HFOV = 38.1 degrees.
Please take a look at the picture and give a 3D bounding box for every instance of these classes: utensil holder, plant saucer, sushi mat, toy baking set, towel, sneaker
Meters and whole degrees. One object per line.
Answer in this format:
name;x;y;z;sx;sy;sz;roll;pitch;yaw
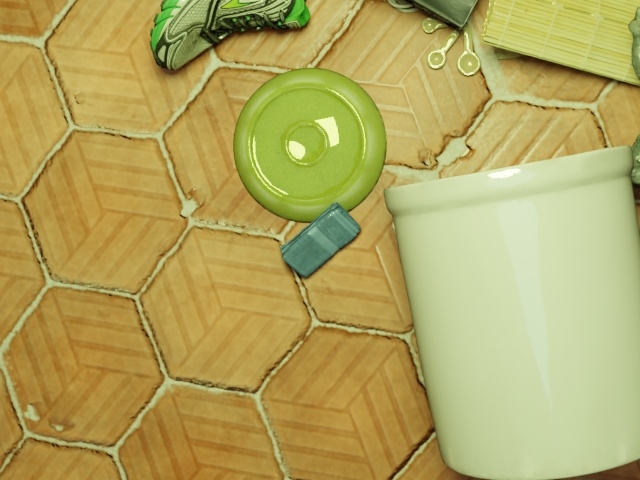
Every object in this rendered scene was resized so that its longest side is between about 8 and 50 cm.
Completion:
utensil holder;0.279;0.089;1.244;0.328;0.327;0.385;-10;91;8
plant saucer;-0.020;-0.146;1.419;0.241;0.037;0.240;0;93;7
sushi mat;0.390;-0.318;1.325;0.317;0.019;0.151;13;92;-10
toy baking set;0.213;-0.367;1.384;0.197;0.030;0.256;-32;88;7
towel;0.000;0.000;1.416;0.119;0.029;0.067;-41;120;8
sneaker;-0.104;-0.359;1.374;0.344;0.134;0.146;-34;88;7

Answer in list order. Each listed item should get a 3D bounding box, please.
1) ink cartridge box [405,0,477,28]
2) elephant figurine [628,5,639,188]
ink cartridge box;0.141;-0.505;1.301;0.304;0.072;0.307;26;99;-10
elephant figurine;0.507;-0.181;1.285;0.169;0.186;0.239;20;97;38
